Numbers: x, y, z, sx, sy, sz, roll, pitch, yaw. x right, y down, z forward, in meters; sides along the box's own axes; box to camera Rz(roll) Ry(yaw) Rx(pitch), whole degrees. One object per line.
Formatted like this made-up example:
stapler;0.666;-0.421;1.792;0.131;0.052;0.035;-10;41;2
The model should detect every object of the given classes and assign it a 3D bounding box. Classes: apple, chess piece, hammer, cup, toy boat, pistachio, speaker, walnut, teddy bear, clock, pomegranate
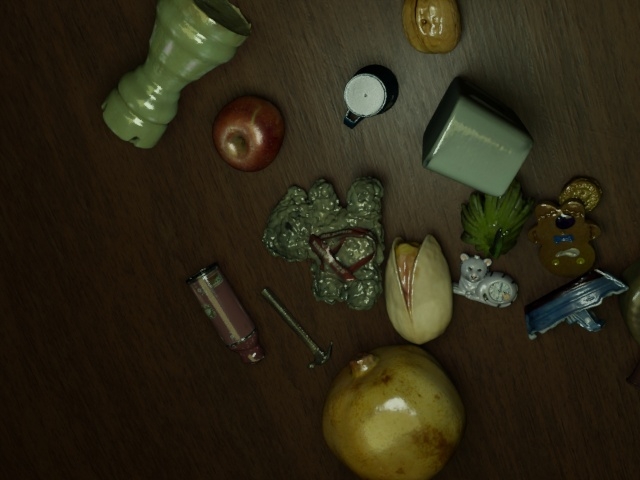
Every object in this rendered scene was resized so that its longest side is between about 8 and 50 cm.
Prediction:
apple;-0.189;-0.291;1.765;0.201;0.162;0.201;10;120;17
chess piece;-0.400;-0.455;1.732;0.234;0.234;0.442;42;115;-3
hammer;-0.080;0.260;1.990;0.125;0.027;0.297;-39;95;22
cup;0.114;-0.360;1.667;0.131;0.155;0.176;34;111;1
toy boat;0.667;0.185;1.720;0.309;0.129;0.142;-40;77;39
pistachio;0.261;0.135;1.780;0.187;0.187;0.299;-7;102;15
speaker;0.356;-0.246;1.518;0.184;0.406;0.183;27;112;-1
walnut;0.267;-0.539;1.583;0.144;0.144;0.180;-4;116;15
teddy bear;0.000;0.000;1.791;0.368;0.224;0.357;3;95;15
clock;0.455;0.107;1.783;0.176;0.080;0.117;17;110;9
pomegranate;0.200;0.465;1.798;0.417;0.416;0.416;4;109;12

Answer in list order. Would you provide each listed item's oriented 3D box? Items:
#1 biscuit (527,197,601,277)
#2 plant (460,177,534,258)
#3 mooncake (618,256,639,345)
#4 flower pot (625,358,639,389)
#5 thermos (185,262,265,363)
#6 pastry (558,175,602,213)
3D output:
biscuit;0.635;-0.002;1.698;0.180;0.039;0.236;-7;121;26
plant;0.405;-0.020;1.632;0.180;0.333;0.251;19;125;22
mooncake;0.906;0.155;1.652;0.284;0.155;0.284;4;107;13
flower pot;0.891;0.358;1.756;0.111;0.111;0.089;19;99;7
thermos;-0.287;0.240;1.986;0.136;0.109;0.330;-27;101;20
pastry;0.665;-0.115;1.671;0.109;0.057;0.097;-1;109;15
